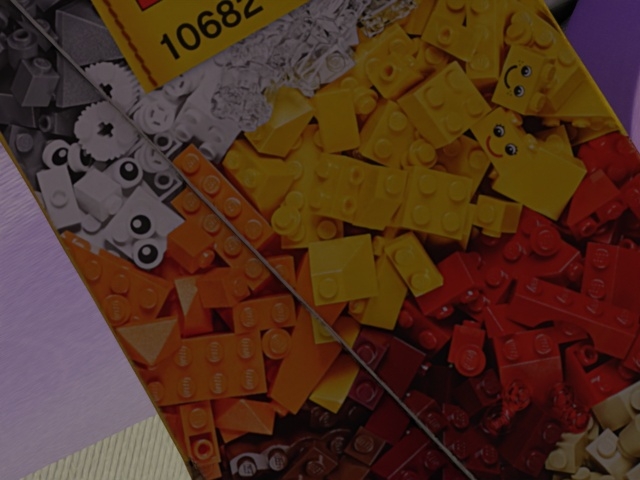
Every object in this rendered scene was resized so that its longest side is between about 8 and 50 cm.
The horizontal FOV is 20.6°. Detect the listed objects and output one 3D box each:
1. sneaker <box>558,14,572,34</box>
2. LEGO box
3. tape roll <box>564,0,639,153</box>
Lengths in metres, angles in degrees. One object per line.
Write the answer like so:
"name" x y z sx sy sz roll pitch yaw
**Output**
"sneaker" 0.373 -0.166 1.711 0.366 0.210 0.137 -22 168 -46
"LEGO box" 0.000 0.000 0.844 0.193 0.372 0.500 -30 172 -4
"tape roll" 0.324 -0.140 1.523 0.275 0.275 0.090 -24 -148 -36
